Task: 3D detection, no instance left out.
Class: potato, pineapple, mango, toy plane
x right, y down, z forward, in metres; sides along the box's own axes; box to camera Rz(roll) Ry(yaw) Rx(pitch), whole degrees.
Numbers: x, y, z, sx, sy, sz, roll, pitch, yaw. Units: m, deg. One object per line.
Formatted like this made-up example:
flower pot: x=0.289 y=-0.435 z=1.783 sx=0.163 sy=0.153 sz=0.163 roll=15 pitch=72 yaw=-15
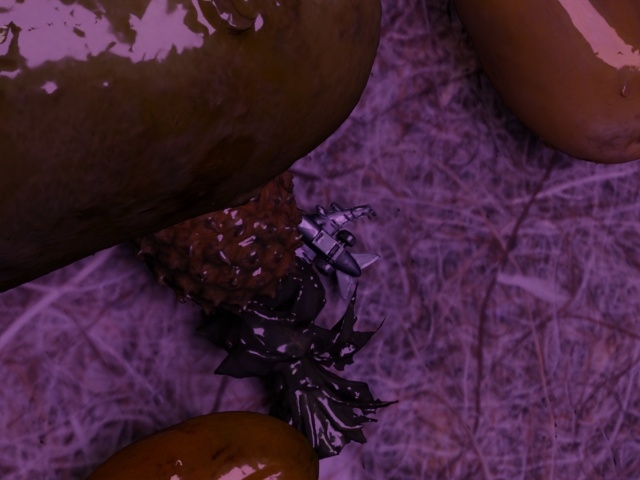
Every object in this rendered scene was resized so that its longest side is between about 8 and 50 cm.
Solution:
potato: x=-0.146 y=-0.094 z=0.800 sx=0.359 sy=0.270 sz=0.219 roll=-18 pitch=76 yaw=-4
potato: x=0.166 y=-0.160 z=1.112 sx=0.234 sy=0.146 sz=0.150 roll=57 pitch=20 yaw=-5
pineapple: x=-0.034 y=0.032 z=1.005 sx=0.125 sy=0.125 sz=0.251 roll=-40 pitch=117 yaw=-26
mango: x=-0.082 y=0.163 z=0.966 sx=0.115 sy=0.089 sz=0.165 roll=39 pitch=97 yaw=-19
toy plane: x=0.000 y=0.000 z=1.069 sx=0.083 sy=0.031 sz=0.078 roll=42 pitch=82 yaw=-29
